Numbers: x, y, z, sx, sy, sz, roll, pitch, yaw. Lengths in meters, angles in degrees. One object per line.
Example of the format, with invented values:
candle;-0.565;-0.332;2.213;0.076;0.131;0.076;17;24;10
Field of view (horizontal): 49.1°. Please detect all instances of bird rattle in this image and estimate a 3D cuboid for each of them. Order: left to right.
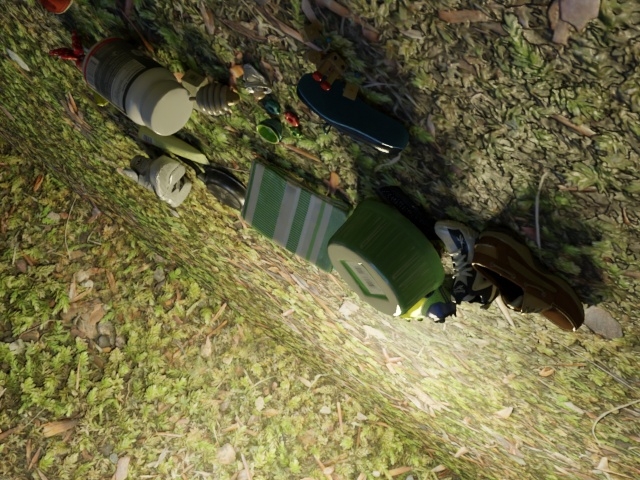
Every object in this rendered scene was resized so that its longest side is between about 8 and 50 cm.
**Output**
bird rattle;-0.658;-0.482;2.052;0.254;0.143;0.207;33;176;15

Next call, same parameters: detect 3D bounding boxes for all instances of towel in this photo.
towel;-0.077;-0.073;2.005;0.325;0.038;0.247;29;129;14

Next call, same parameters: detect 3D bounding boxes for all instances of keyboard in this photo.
keyboard;0.223;-0.058;1.711;0.192;0.038;0.100;42;158;-20

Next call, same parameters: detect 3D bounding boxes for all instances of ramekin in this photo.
ramekin;0.159;0.055;1.821;0.303;0.148;0.303;41;161;18

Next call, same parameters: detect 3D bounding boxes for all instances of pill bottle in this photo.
pill bottle;-0.471;-0.399;1.820;0.283;0.161;0.161;37;162;25

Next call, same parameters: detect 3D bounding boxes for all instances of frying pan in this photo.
frying pan;-0.353;-0.202;2.287;0.326;0.053;0.197;38;160;-16

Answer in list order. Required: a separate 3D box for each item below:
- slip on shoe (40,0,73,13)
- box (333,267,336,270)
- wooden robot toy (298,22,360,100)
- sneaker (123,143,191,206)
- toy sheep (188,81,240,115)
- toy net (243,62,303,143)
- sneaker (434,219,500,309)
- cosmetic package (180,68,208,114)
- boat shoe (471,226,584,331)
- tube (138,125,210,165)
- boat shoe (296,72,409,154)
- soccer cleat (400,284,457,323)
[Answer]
slip on shoe;-0.679;-0.653;1.740;0.123;0.101;0.331;39;161;-12
box;0.000;0.000;2.094;0.244;0.100;0.060;29;156;17
wooden robot toy;0.004;-0.346;1.392;0.173;0.076;0.079;46;168;-25
sneaker;-0.568;-0.234;2.372;0.210;0.137;0.366;34;171;5
toy sheep;-0.266;-0.354;1.760;0.132;0.091;0.091;-4;148;10
toy net;-0.126;-0.319;1.676;0.122;0.045;0.232;22;155;34
sneaker;0.336;0.070;1.647;0.235;0.153;0.094;43;158;-17
cosmetic package;-0.318;-0.387;1.833;0.060;0.041;0.115;29;159;18
boat shoe;0.458;0.108;1.587;0.324;0.119;0.123;41;159;-13
tube;-0.461;-0.304;2.225;0.240;0.070;0.062;26;120;10
boat shoe;0.056;-0.248;1.467;0.258;0.109;0.089;37;163;2
soccer cleat;0.303;0.176;2.060;0.289;0.094;0.121;-12;99;69
